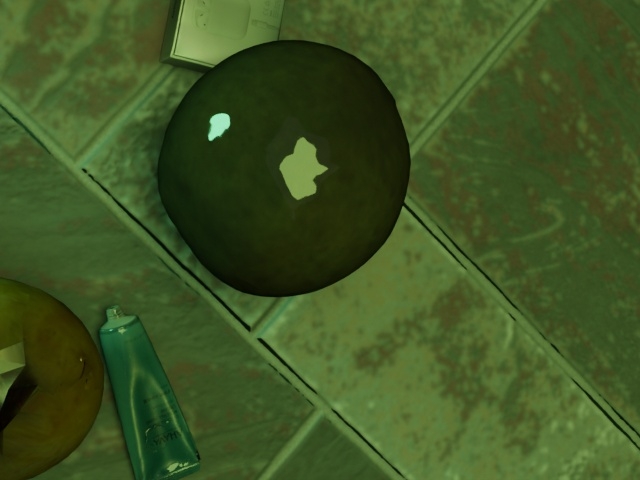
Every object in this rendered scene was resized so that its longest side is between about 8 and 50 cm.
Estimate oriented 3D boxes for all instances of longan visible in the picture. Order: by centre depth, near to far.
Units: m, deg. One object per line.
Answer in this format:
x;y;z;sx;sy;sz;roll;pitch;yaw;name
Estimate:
-0.035;-0.084;1.651;0.297;0.297;0.297;0;89;-22;longan

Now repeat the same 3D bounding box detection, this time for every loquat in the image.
-0.351;0.150;1.544;0.235;0.235;0.235;0;89;-22;loquat

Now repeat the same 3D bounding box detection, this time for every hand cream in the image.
-0.209;0.183;1.703;0.083;0.048;0.224;-23;103;-23;hand cream

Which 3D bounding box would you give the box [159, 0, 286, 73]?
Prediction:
-0.113;-0.263;1.739;0.129;0.051;0.130;12;84;-21;box
